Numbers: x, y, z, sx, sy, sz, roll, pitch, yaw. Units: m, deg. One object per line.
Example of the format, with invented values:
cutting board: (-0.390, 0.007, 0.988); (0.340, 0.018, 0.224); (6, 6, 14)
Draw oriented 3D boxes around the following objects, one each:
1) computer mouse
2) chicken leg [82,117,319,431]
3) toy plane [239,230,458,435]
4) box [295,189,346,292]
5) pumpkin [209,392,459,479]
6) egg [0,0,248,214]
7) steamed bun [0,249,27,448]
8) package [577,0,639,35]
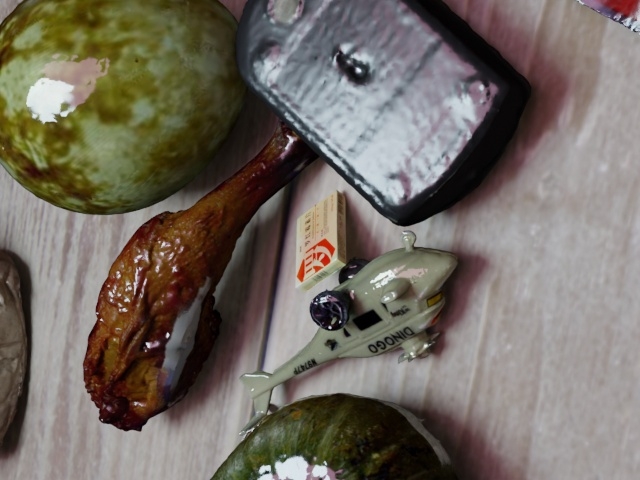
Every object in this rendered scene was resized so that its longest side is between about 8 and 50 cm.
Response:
computer mouse: (0.051, -0.146, 0.817); (0.269, 0.100, 0.170); (48, 115, 19)
chicken leg: (-0.126, 0.037, 0.916); (0.096, 0.158, 0.406); (44, 110, 34)
toy plane: (0.019, 0.092, 0.857); (0.286, 0.092, 0.108); (-34, 96, 29)
box: (0.000, 0.000, 0.877); (0.058, 0.015, 0.093); (-37, 34, 32)
pumpkin: (0.015, 0.269, 0.798); (0.260, 0.189, 0.260); (-10, 66, 24)
egg: (-0.202, -0.152, 0.916); (0.290, 0.238, 0.238); (-26, 75, 31)
steamed bun: (-0.522, 0.135, 1.159); (0.199, 0.252, 0.301); (9, 92, 46)
package: (0.257, -0.249, 0.691); (0.194, 0.071, 0.269); (-44, 61, 12)
